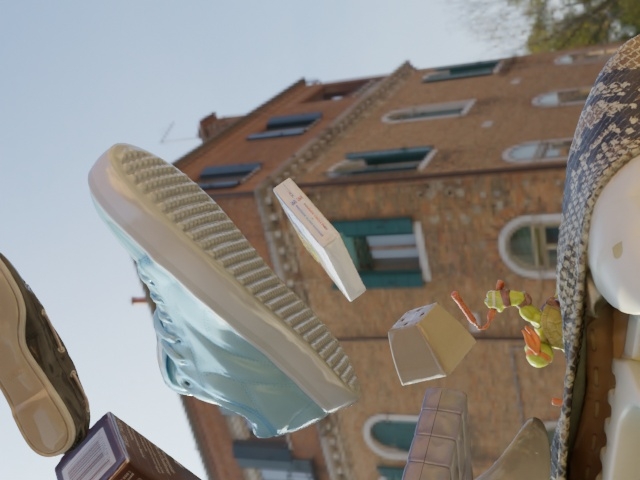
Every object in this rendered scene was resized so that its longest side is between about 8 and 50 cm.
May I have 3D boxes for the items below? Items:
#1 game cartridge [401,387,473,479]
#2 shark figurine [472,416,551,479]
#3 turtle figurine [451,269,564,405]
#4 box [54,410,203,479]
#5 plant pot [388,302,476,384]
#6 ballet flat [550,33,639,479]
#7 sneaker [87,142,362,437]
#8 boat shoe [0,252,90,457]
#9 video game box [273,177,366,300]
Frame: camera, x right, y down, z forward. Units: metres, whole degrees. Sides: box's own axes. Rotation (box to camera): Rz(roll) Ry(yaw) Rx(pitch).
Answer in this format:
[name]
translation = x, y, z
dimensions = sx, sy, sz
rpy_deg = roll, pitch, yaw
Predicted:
[game cartridge]
translation = 0.126, 0.362, 0.922
dimensions = 0.230, 0.068, 0.355
rpy_deg = -68, -26, -55
[shark figurine]
translation = 0.139, 0.218, 0.379
dimensions = 0.278, 0.116, 0.166
rpy_deg = 37, -155, -17
[turtle figurine]
translation = 0.334, 0.094, 1.194
dimensions = 0.217, 0.269, 0.087
rpy_deg = -54, 1, -21
[box]
translation = -0.241, 0.467, 1.396
dimensions = 0.143, 0.191, 0.381
rpy_deg = -47, -64, -7
[plant pot]
translation = 0.180, 0.170, 1.447
dimensions = 0.109, 0.109, 0.096
rpy_deg = -39, -80, -44
[ballet flat]
translation = 0.233, 0.096, 0.568
dimensions = 0.182, 0.164, 0.483
rpy_deg = -26, -58, -73
[sneaker]
translation = -0.109, 0.077, 0.777
dimensions = 0.366, 0.150, 0.135
rpy_deg = 50, -170, -31
[boat shoe]
translation = -0.444, 0.162, 1.266
dimensions = 0.335, 0.112, 0.095
rpy_deg = 65, -172, 1
[video game box]
translation = 0.000, 0.000, 1.648
dimensions = 0.048, 0.187, 0.205
rpy_deg = -37, -37, -8
